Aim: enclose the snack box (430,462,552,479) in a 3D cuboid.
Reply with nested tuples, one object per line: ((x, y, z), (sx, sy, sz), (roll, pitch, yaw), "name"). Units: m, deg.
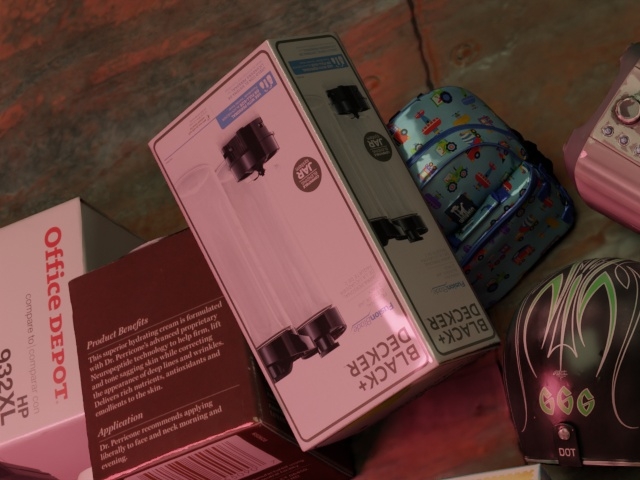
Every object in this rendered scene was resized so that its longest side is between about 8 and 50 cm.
((0.076, 0.322, 1.397), (0.187, 0.060, 0.322), (-12, 48, 24), "snack box")

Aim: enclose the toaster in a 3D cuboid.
((0.286, -0.054, 1.502), (0.146, 0.227, 0.129), (33, 88, 19), "toaster")

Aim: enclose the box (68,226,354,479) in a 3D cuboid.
((-0.094, 0.118, 1.658), (0.168, 0.167, 0.203), (-23, 58, 21), "box")

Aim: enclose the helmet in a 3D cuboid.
((0.220, 0.093, 1.500), (0.169, 0.169, 0.162), (-1, 85, 30), "helmet")

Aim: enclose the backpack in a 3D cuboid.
((0.109, -0.039, 1.606), (0.158, 0.173, 0.117), (-44, 54, 5), "backpack")

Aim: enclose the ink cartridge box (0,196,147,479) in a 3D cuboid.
((-0.307, 0.123, 1.805), (0.307, 0.129, 0.223), (-21, 59, 21), "ink cartridge box")

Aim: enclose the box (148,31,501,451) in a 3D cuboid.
((0.000, 0.000, 1.538), (0.169, 0.087, 0.290), (-35, 77, 38), "box")

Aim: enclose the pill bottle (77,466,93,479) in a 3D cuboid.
((-0.178, 0.270, 1.694), (0.078, 0.078, 0.137), (-19, 60, 22), "pill bottle")
